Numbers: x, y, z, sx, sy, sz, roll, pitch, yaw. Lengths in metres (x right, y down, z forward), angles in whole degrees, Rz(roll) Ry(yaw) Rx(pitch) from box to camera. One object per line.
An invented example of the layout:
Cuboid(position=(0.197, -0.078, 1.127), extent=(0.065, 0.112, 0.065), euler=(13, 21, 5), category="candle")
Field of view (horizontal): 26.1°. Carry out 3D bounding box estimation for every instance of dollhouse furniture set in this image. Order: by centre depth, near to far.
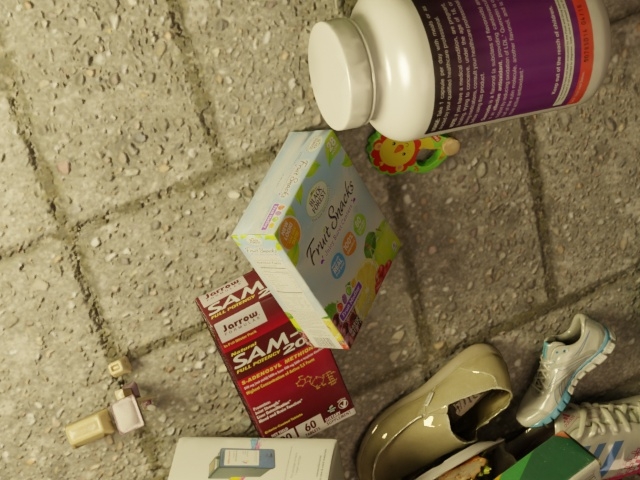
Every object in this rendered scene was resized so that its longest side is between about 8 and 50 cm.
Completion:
Cuboid(position=(-0.267, 0.207, 1.739), extent=(0.114, 0.091, 0.081), euler=(-24, 171, 16), category="dollhouse furniture set")

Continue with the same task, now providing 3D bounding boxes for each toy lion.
Cuboid(position=(0.110, -0.116, 1.720), extent=(0.096, 0.034, 0.100), euler=(-46, 127, 13), category="toy lion")

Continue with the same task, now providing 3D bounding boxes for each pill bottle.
Cuboid(position=(0.157, -0.218, 1.588), extent=(0.323, 0.181, 0.181), euler=(-13, 122, -19), category="pill bottle")

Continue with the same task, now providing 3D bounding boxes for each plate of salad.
Cuboid(position=(0.180, 0.338, 1.937), extent=(0.200, 0.048, 0.200), euler=(-30, 167, -8), category="plate of salad")

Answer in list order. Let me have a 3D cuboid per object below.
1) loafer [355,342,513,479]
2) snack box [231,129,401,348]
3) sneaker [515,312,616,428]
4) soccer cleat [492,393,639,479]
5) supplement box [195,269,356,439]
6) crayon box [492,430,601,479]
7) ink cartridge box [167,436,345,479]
Cuboid(position=(0.160, 0.256, 1.914), extent=(0.268, 0.092, 0.102), euler=(-46, 126, 5), category="loafer")
Cuboid(position=(0.000, 0.000, 1.654), extent=(0.207, 0.070, 0.174), euler=(55, 48, -36), category="snack box")
Cuboid(position=(0.333, 0.181, 1.977), extent=(0.083, 0.071, 0.190), euler=(39, 88, -30), category="sneaker")
Cuboid(position=(0.405, 0.288, 2.033), extent=(0.331, 0.116, 0.143), euler=(-24, 125, -11), category="soccer cleat")
Cuboid(position=(-0.054, 0.150, 1.766), extent=(0.130, 0.073, 0.239), euler=(-28, 125, -8), category="supplement box")
Cuboid(position=(0.249, 0.428, 1.902), extent=(0.318, 0.081, 0.202), euler=(-33, 135, -17), category="crayon box")
Cuboid(position=(-0.078, 0.335, 1.783), extent=(0.212, 0.093, 0.154), euler=(1, 131, 12), category="ink cartridge box")
